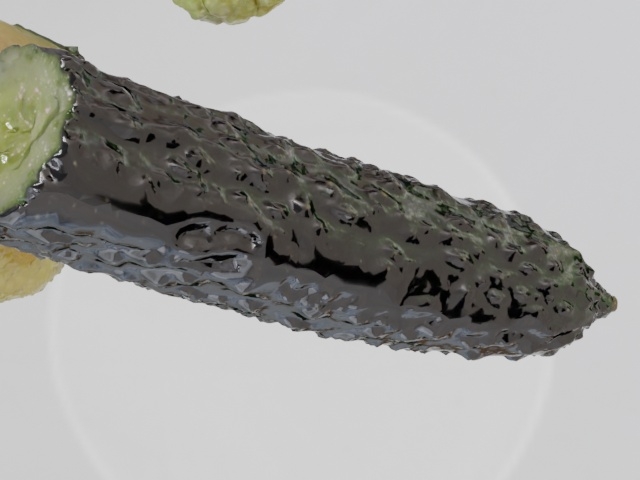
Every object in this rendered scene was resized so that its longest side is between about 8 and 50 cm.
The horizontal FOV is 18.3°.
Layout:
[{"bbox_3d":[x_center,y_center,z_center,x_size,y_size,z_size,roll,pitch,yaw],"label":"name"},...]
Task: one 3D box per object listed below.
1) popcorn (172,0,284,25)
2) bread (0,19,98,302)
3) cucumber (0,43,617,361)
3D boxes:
[{"bbox_3d":[-0.073,-0.242,1.601,0.162,0.141,0.135,-163,78,-78],"label":"popcorn"},{"bbox_3d":[-0.245,-0.045,1.140,0.133,0.252,0.174,-106,38,-61],"label":"bread"},{"bbox_3d":[-0.001,0.001,0.719,0.072,0.300,0.072,-22,60,44],"label":"cucumber"}]
